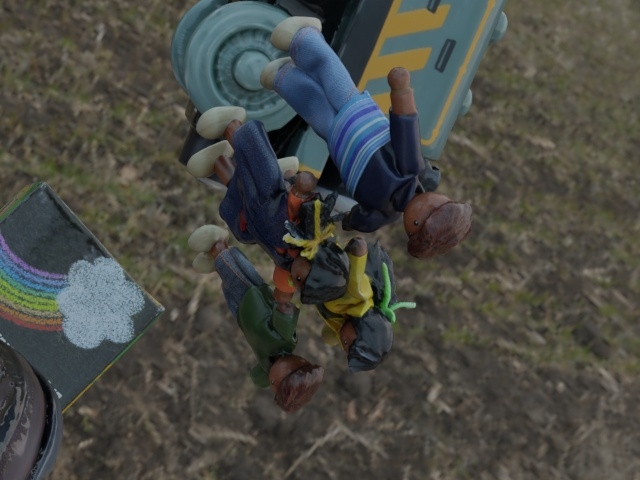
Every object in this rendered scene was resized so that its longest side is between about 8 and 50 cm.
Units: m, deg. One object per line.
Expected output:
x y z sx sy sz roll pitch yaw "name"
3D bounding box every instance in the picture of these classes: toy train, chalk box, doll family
0.035 -0.170 0.744 0.190 0.334 0.142 20 8 -15 "toy train"
-0.329 0.102 1.218 0.180 0.289 0.179 48 -12 -12 "chalk box"
0.000 0.000 0.509 0.076 0.193 0.111 -23 60 -17 "doll family"

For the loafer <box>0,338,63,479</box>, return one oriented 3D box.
-0.176 0.085 0.530 0.302 0.109 0.095 -127 -167 -67 "loafer"
